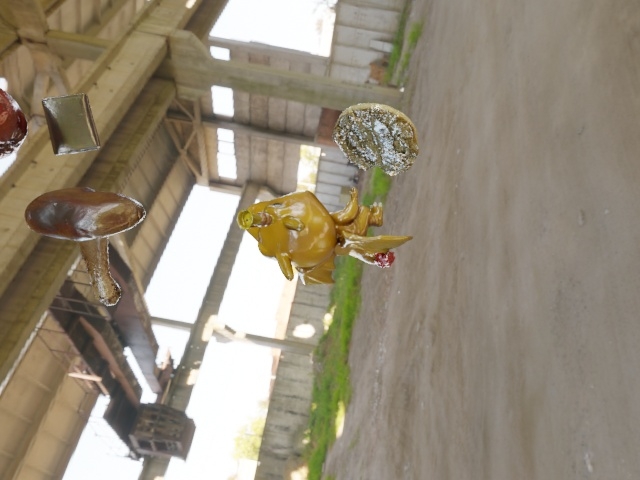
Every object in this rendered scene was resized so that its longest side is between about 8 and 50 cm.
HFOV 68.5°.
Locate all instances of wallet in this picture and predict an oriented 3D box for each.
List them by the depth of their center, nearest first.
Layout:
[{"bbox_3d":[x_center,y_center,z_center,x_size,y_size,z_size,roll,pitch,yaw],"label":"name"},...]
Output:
[{"bbox_3d":[-1.003,-0.468,1.889,0.049,0.182,0.229,-153,51,-78],"label":"wallet"}]

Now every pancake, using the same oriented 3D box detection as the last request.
[{"bbox_3d":[0.226,-0.409,1.942,0.382,0.382,0.071,100,-164,-60],"label":"pancake"}]

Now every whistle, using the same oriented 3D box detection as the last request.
[{"bbox_3d":[-0.148,-0.040,1.084,0.057,0.046,0.109,-52,-23,15],"label":"whistle"}]

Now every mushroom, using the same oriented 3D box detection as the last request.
[{"bbox_3d":[-0.428,0.018,0.867,0.148,0.227,0.217,-33,-50,-54],"label":"mushroom"}]

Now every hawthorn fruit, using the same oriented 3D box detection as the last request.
[{"bbox_3d":[-1.185,-0.432,1.621,0.265,0.307,0.265,-37,2,1],"label":"hawthorn fruit"}]

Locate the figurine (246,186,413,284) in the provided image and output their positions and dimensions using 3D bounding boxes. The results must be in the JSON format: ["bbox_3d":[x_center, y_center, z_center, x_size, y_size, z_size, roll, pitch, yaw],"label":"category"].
[{"bbox_3d":[0.020,-0.019,1.334,0.401,0.387,0.268,-17,77,50],"label":"figurine"}]
